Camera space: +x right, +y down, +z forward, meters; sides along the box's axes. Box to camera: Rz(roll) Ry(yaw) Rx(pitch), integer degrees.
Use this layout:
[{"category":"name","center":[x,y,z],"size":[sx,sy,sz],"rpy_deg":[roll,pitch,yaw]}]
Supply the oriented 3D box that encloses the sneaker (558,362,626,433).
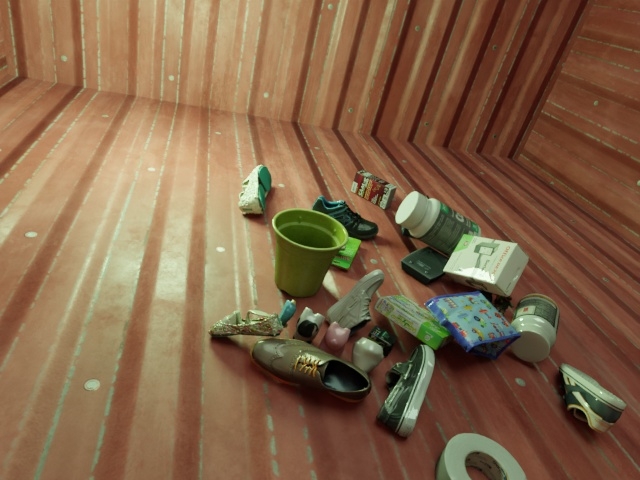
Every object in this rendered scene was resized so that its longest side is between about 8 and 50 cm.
[{"category":"sneaker","center":[0.857,0.509,1.462],"size":[0.126,0.127,0.321],"rpy_deg":[26,7,7]}]

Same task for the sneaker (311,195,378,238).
[{"category":"sneaker","center":[0.120,-0.107,2.114],"size":[0.341,0.139,0.125],"rpy_deg":[14,28,-4]}]

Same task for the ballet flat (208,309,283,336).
[{"category":"ballet flat","center":[-0.228,0.250,1.358],"size":[0.241,0.077,0.091],"rpy_deg":[-3,6,12]}]

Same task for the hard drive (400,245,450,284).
[{"category":"hard drive","center":[0.481,0.112,1.998],"size":[0.172,0.054,0.255],"rpy_deg":[34,35,29]}]

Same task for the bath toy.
[{"category":"bath toy","center":[0.022,0.316,1.390],"size":[0.348,0.129,0.151],"rpy_deg":[25,-12,10]}]

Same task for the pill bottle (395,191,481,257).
[{"category":"pill bottle","center":[0.549,-0.069,2.089],"size":[0.361,0.204,0.204],"rpy_deg":[28,28,-14]}]

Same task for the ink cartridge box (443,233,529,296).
[{"category":"ink cartridge box","center":[0.687,0.099,1.861],"size":[0.115,0.198,0.273],"rpy_deg":[39,-13,-30]}]

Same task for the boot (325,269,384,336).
[{"category":"boot","center":[0.145,0.224,1.519],"size":[0.123,0.258,0.095],"rpy_deg":[50,6,37]}]

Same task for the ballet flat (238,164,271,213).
[{"category":"ballet flat","center":[-0.329,-0.254,2.177],"size":[0.147,0.146,0.409],"rpy_deg":[11,30,-7]}]

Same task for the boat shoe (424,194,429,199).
[{"category":"boat shoe","center":[0.586,-0.205,2.555],"size":[0.073,0.073,0.207],"rpy_deg":[-18,12,26]}]

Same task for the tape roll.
[{"category":"tape roll","center":[0.408,0.607,1.131],"size":[0.219,0.072,0.219],"rpy_deg":[11,30,-6]}]

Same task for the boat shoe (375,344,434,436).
[{"category":"boat shoe","center":[0.254,0.416,1.327],"size":[0.119,0.121,0.335],"rpy_deg":[26,34,9]}]

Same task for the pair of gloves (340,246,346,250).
[{"category":"pair of gloves","center":[0.000,0.000,1.952],"size":[0.204,0.042,0.240],"rpy_deg":[-7,29,-5]}]

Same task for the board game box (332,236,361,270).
[{"category":"board game box","center":[0.091,0.049,1.945],"size":[0.124,0.039,0.259],"rpy_deg":[18,28,9]}]

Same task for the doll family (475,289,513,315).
[{"category":"doll family","center":[0.735,0.219,1.878],"size":[0.076,0.111,0.193],"rpy_deg":[-18,43,-43]}]

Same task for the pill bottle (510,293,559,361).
[{"category":"pill bottle","center":[0.805,0.327,1.681],"size":[0.162,0.162,0.278],"rpy_deg":[28,32,20]}]

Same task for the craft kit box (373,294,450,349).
[{"category":"craft kit box","center":[0.341,0.280,1.570],"size":[0.250,0.060,0.247],"rpy_deg":[32,13,26]}]

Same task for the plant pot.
[{"category":"plant pot","center":[-0.061,0.059,1.646],"size":[0.276,0.253,0.276],"rpy_deg":[10,31,-6]}]

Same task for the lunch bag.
[{"category":"lunch bag","center":[0.513,0.288,1.547],"size":[0.293,0.138,0.221],"rpy_deg":[12,32,-41]}]

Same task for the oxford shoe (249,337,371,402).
[{"category":"oxford shoe","center":[-0.027,0.350,1.258],"size":[0.364,0.132,0.129],"rpy_deg":[16,66,4]}]

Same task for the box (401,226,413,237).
[{"category":"box","center":[0.480,-0.119,2.277],"size":[0.093,0.155,0.158],"rpy_deg":[14,31,-1]}]

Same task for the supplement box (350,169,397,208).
[{"category":"supplement box","center":[0.297,-0.289,2.503],"size":[0.239,0.130,0.073],"rpy_deg":[31,34,27]}]

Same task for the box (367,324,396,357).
[{"category":"box","center":[0.201,0.337,1.492],"size":[0.083,0.062,0.052],"rpy_deg":[28,34,21]}]
